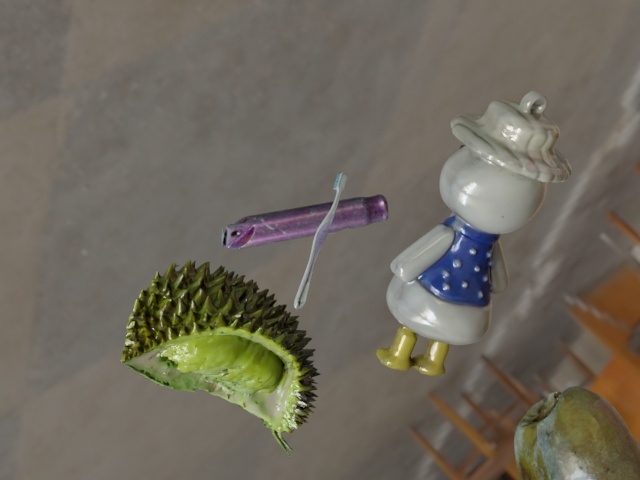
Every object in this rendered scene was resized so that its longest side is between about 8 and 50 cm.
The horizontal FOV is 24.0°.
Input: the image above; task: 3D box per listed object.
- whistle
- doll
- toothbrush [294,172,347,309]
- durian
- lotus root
[{"bbox_3d":[-0.015,-0.019,1.527,0.176,0.033,0.033,-10,150,-14],"label":"whistle"},{"bbox_3d":[0.138,-0.007,1.382,0.138,0.119,0.293,9,115,-33],"label":"doll"},{"bbox_3d":[0.000,0.000,1.359,0.011,0.013,0.131,23,82,-29],"label":"toothbrush"},{"bbox_3d":[-0.119,0.136,1.940,0.169,0.158,0.352,-51,136,8],"label":"durian"},{"bbox_3d":[0.227,0.216,1.244,0.088,0.192,0.113,-21,176,-30],"label":"lotus root"}]
